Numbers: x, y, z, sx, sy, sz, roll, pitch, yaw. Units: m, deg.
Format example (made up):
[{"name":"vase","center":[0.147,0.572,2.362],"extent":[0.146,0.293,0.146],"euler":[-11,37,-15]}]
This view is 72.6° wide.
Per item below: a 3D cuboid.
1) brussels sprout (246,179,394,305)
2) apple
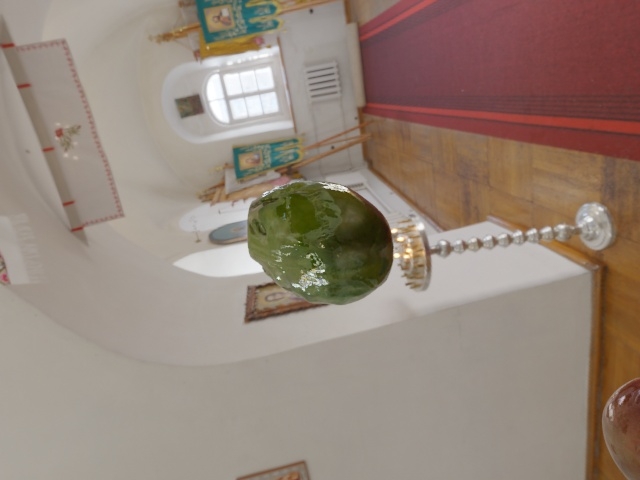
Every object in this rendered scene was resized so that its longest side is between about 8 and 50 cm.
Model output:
[{"name":"brussels sprout","center":[0.000,0.004,0.435],"extent":[0.155,0.154,0.118],"euler":[115,161,-82]},{"name":"apple","center":[0.534,0.303,0.663],"extent":[0.168,0.180,0.181],"euler":[22,-127,-69]}]
